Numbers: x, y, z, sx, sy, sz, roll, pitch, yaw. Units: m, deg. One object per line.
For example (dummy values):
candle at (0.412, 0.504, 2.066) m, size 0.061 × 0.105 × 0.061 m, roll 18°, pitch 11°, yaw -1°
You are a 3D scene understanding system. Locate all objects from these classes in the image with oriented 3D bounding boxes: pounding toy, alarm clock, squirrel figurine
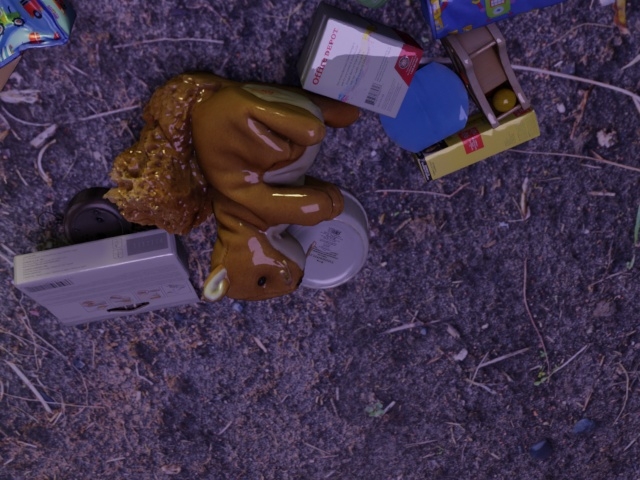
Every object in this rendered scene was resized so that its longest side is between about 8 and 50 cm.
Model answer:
pounding toy at (0.304, -0.340, 1.238) m, size 0.154 × 0.154 × 0.269 m, roll -31°, pitch 121°, yaw 10°
alarm clock at (-0.443, -0.033, 1.365) m, size 0.192 × 0.064 × 0.129 m, roll 3°, pitch 120°, yaw -7°
squirrel figurine at (-0.157, -0.087, 1.252) m, size 0.396 × 0.281 × 0.371 m, roll 14°, pitch 111°, yaw 4°

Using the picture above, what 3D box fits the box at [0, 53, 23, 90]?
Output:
box at (-0.630, -0.304, 1.194) m, size 0.201 × 0.021 × 0.164 m, roll 31°, pitch 112°, yaw -25°

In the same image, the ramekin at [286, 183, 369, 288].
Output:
ramekin at (0.000, 0.000, 1.422) m, size 0.207 × 0.109 × 0.207 m, roll -4°, pitch 121°, yaw -6°

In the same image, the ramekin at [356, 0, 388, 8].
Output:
ramekin at (0.040, -0.485, 1.035) m, size 0.303 × 0.303 × 0.148 m, roll 37°, pitch 117°, yaw -26°

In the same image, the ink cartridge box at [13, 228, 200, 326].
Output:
ink cartridge box at (-0.406, 0.078, 1.409) m, size 0.296 × 0.066 × 0.261 m, roll -11°, pitch 157°, yaw -3°

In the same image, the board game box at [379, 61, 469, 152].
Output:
board game box at (0.195, -0.246, 1.331) m, size 0.168 × 0.033 × 0.133 m, roll -27°, pitch 94°, yaw 25°

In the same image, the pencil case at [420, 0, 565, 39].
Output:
pencil case at (0.299, -0.409, 1.089) m, size 0.306 × 0.119 × 0.133 m, roll -14°, pitch 152°, yaw 17°

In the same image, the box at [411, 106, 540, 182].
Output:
box at (0.291, -0.194, 1.365) m, size 0.232 × 0.087 × 0.058 m, roll -21°, pitch 121°, yaw 6°

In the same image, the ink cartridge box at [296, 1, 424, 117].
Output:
ink cartridge box at (0.062, -0.312, 1.233) m, size 0.176 × 0.127 × 0.128 m, roll 15°, pitch 117°, yaw -17°

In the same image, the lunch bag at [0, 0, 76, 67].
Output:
lunch bag at (-0.485, -0.418, 1.027) m, size 0.138 × 0.221 × 0.293 m, roll -24°, pitch 119°, yaw -4°
